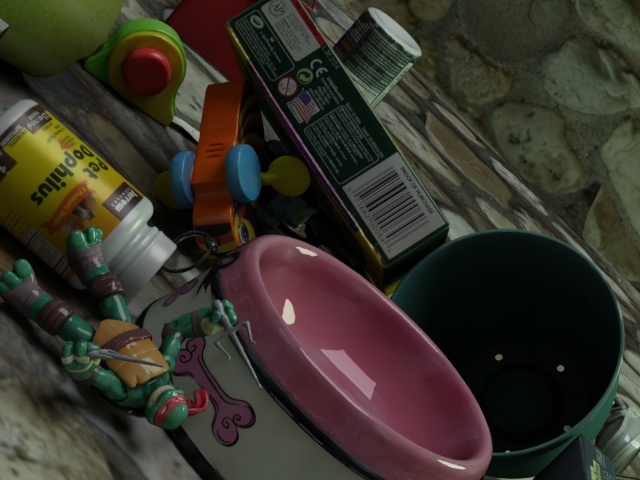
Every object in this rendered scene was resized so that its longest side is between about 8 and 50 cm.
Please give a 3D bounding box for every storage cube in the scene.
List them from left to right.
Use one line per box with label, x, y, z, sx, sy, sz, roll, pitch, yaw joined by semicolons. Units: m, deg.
storage cube;-0.137;-0.409;2.425;0.183;0.193;0.215;40;18;-10

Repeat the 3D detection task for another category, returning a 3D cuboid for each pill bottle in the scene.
pill bottle;-0.251;-0.033;1.385;0.215;0.117;0.117;41;17;-5
pill bottle;0.055;-0.286;2.461;0.130;0.245;0.130;38;19;-16

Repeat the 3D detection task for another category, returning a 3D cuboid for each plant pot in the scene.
plant pot;-0.379;-0.333;1.649;0.254;0.276;0.276;42;12;-48
plant pot;0.237;0.167;1.738;0.293;0.293;0.235;53;-5;29

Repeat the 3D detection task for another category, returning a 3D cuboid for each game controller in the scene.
game controller;0.026;-0.036;2.092;0.319;0.067;0.166;50;0;37

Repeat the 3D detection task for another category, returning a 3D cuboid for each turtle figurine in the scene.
turtle figurine;-0.176;0.094;1.245;0.234;0.118;0.175;41;35;23

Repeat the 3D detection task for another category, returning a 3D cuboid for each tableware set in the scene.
tableware set;0.000;0.000;2.034;0.169;0.020;0.141;43;11;13

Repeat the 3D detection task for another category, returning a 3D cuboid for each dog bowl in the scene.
dog bowl;0.010;0.160;1.452;0.408;0.150;0.408;38;18;-15

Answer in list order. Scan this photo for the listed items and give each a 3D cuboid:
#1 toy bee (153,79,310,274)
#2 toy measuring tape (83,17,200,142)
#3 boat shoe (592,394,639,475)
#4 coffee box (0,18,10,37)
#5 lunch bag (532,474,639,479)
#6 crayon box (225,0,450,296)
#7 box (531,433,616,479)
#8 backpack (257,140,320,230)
toy bee;-0.124;-0.042;1.687;0.195;0.298;0.162;14;-32;32
toy measuring tape;-0.199;-0.222;1.970;0.330;0.121;0.121;34;19;-26
boat shoe;0.451;0.298;2.175;0.103;0.118;0.320;38;13;5
coffee box;-0.482;-0.252;1.397;0.297;0.119;0.168;39;16;-11
lunch bag;0.421;0.399;1.773;0.235;0.169;0.287;21;20;-44
crayon box;0.025;-0.117;1.799;0.363;0.106;0.313;57;-2;9
box;0.246;0.331;1.506;0.059;0.183;0.232;42;18;-5
backpack;-0.065;-0.067;1.940;0.114;0.084;0.105;36;18;-45
